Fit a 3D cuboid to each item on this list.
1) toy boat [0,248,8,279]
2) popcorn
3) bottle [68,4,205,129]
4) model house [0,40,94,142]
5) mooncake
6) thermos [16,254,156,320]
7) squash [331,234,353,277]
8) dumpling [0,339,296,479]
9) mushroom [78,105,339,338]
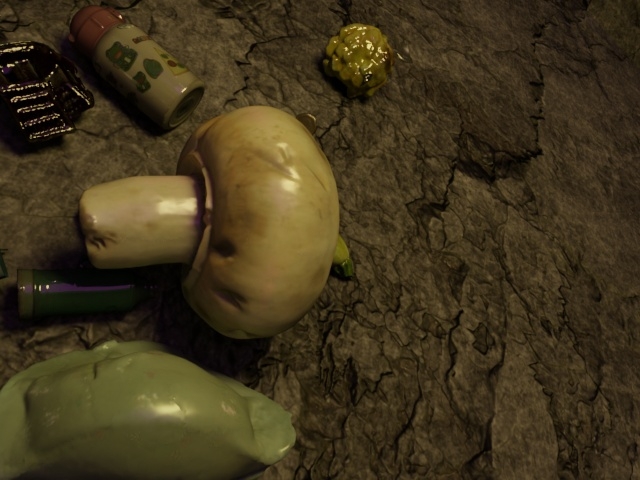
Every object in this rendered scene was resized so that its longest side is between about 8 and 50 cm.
[{"bbox_3d":[-0.539,0.039,0.692,0.246,0.103,0.092,-18,96,-30],"label":"toy boat"},{"bbox_3d":[0.093,-0.426,1.283,0.174,0.142,0.173,-2,93,-35],"label":"popcorn"},{"bbox_3d":[-0.344,-0.328,0.994,0.253,0.120,0.120,41,52,-3],"label":"bottle"},{"bbox_3d":[-0.454,-0.240,0.891,0.165,0.106,0.152,-28,77,-33],"label":"model house"},{"bbox_3d":[0.077,-0.343,1.186,0.347,0.057,0.150,-23,101,-17],"label":"mooncake"},{"bbox_3d":[-0.343,0.072,0.798,0.188,0.073,0.083,0,42,-30],"label":"thermos"},{"bbox_3d":[0.000,-0.003,1.026,0.200,0.090,0.075,38,60,-12],"label":"squash"},{"bbox_3d":[-0.233,0.242,0.691,0.321,0.270,0.211,38,71,-35],"label":"dumpling"},{"bbox_3d":[-0.139,-0.024,0.832,0.353,0.353,0.325,42,8,-1],"label":"mushroom"}]
